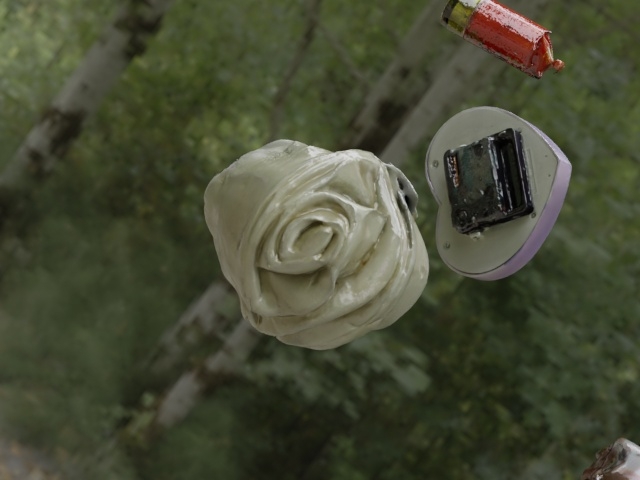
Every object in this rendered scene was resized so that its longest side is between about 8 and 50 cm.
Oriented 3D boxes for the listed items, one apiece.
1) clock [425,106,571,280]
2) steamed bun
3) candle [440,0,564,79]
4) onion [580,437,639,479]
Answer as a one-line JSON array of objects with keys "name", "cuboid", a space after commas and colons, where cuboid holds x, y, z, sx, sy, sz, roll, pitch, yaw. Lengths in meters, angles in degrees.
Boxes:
[{"name": "clock", "cuboid": [0.193, -0.062, 1.849, 0.064, 0.172, 0.198, 16, 61, -50]}, {"name": "steamed bun", "cuboid": [0.002, -0.001, 1.664, 0.144, 0.211, 0.218, -150, -138, -85]}, {"name": "candle", "cuboid": [0.184, -0.202, 1.641, 0.131, 0.052, 0.052, 32, 4, 14]}, {"name": "onion", "cuboid": [0.248, 0.201, 0.968, 0.232, 0.314, 0.314, 54, 0, -19]}]
